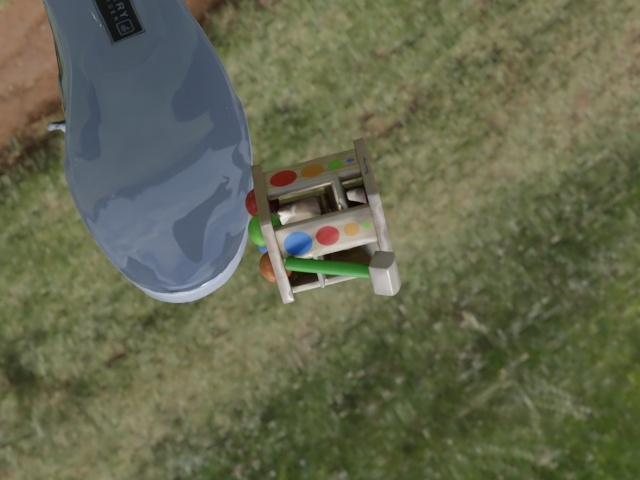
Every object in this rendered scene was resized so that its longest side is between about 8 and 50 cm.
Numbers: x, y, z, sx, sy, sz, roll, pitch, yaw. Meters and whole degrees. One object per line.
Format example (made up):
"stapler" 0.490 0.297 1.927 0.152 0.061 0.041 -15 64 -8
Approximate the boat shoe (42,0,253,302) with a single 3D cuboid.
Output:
"boat shoe" -0.117 -0.094 0.866 0.113 0.306 0.105 -24 160 -5

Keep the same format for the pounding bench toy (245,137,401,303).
"pounding bench toy" 0.000 0.000 0.669 0.065 0.083 0.052 -14 126 1
